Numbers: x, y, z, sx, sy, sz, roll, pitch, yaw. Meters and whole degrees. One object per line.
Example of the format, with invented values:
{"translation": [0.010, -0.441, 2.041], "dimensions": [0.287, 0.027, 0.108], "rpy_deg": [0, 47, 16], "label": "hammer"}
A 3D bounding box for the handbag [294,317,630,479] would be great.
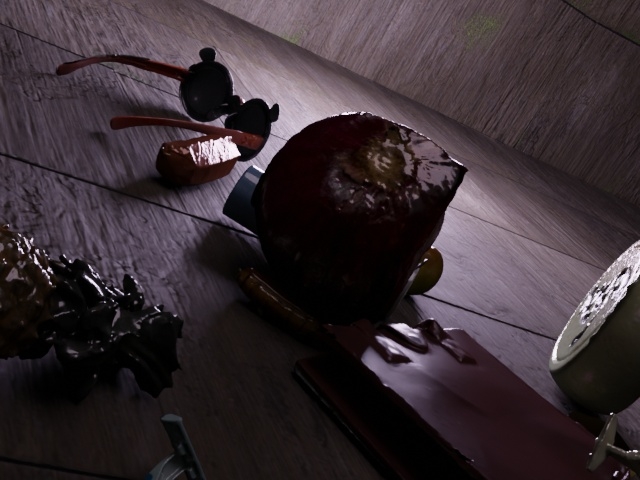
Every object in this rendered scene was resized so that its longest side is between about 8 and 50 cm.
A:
{"translation": [0.139, 0.183, 0.952], "dimensions": [0.260, 0.084, 0.275], "rpy_deg": [7, 28, -46], "label": "handbag"}

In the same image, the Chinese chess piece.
{"translation": [0.409, 0.112, 1.283], "dimensions": [0.101, 0.250, 0.250], "rpy_deg": [36, 18, 5], "label": "Chinese chess piece"}

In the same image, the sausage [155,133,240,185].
{"translation": [-0.164, -0.106, 1.269], "dimensions": [0.065, 0.065, 0.169], "rpy_deg": [33, 19, 9], "label": "sausage"}

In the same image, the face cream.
{"translation": [0.000, 0.000, 1.217], "dimensions": [0.250, 0.077, 0.077], "rpy_deg": [31, 18, 2], "label": "face cream"}

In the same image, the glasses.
{"translation": [-0.215, -0.219, 1.410], "dimensions": [0.268, 0.118, 0.234], "rpy_deg": [9, 29, -49], "label": "glasses"}

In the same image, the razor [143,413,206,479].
{"translation": [-0.110, 0.187, 0.604], "dimensions": [0.191, 0.037, 0.068], "rpy_deg": [-76, 148, -68], "label": "razor"}

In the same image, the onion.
{"translation": [0.021, -0.023, 1.066], "dimensions": [0.206, 0.216, 0.207], "rpy_deg": [31, 60, 9], "label": "onion"}

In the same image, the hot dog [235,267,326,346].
{"translation": [-0.043, 0.071, 1.033], "dimensions": [0.122, 0.037, 0.049], "rpy_deg": [39, 7, 9], "label": "hot dog"}

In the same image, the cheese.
{"translation": [0.293, 0.232, 1.124], "dimensions": [0.162, 0.036, 0.086], "rpy_deg": [21, 22, -27], "label": "cheese"}

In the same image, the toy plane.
{"translation": [0.348, 0.279, 0.917], "dimensions": [0.108, 0.092, 0.286], "rpy_deg": [3, -41, 52], "label": "toy plane"}

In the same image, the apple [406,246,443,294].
{"translation": [0.125, 0.032, 1.337], "dimensions": [0.089, 0.074, 0.089], "rpy_deg": [27, 15, -8], "label": "apple"}

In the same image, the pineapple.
{"translation": [-0.202, 0.054, 0.719], "dimensions": [0.237, 0.111, 0.119], "rpy_deg": [26, 48, -42], "label": "pineapple"}
